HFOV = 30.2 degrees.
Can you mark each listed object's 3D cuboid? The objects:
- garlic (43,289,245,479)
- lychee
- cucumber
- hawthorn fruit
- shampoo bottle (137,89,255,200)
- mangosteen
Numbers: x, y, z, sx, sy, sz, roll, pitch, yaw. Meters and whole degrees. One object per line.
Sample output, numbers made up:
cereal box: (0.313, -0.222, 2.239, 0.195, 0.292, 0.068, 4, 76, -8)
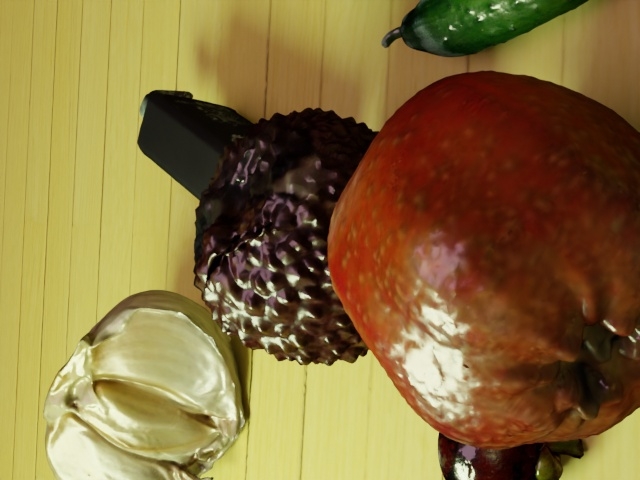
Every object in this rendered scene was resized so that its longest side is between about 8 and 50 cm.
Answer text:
garlic: (-0.168, 0.154, 1.163, 0.229, 0.178, 0.143, -60, 7, 11)
lychee: (0.000, 0.000, 0.853, 0.188, 0.188, 0.188, -5, 84, 58)
cucumber: (0.123, -0.161, 0.779, 0.250, 0.056, 0.056, -16, 74, 55)
hawthorn fruit: (0.098, -0.003, 0.674, 0.253, 0.205, 0.205, 54, 132, 51)
shampoo bottle: (-0.092, -0.077, 1.075, 0.309, 0.098, 0.071, 36, 118, 53)
mangosteen: (0.113, 0.133, 0.753, 0.081, 0.081, 0.081, -5, 84, 58)
